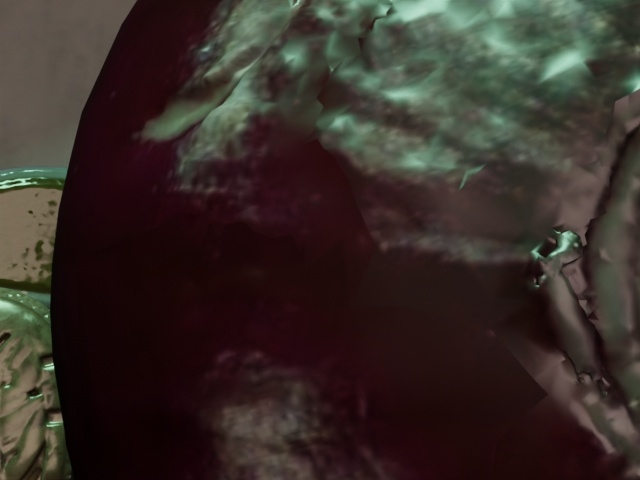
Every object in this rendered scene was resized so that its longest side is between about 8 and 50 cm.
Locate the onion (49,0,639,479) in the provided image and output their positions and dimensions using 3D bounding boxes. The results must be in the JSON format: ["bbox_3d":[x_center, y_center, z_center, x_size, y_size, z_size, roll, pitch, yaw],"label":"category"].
[{"bbox_3d":[0.053,0.040,0.568,0.260,0.282,0.336,-10,96,-24],"label":"onion"}]

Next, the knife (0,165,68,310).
[{"bbox_3d":[0.000,0.001,0.717,0.343,0.027,0.061,0,77,-11],"label":"knife"}]

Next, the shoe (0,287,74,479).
[{"bbox_3d":[-0.112,0.109,0.630,0.089,0.092,0.180,-10,78,-10],"label":"shoe"}]
